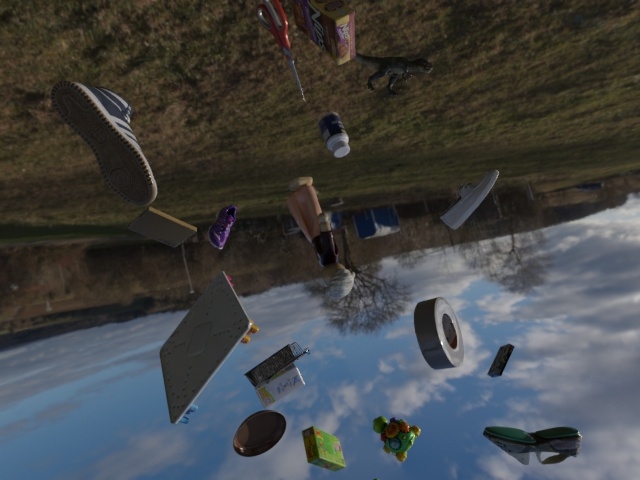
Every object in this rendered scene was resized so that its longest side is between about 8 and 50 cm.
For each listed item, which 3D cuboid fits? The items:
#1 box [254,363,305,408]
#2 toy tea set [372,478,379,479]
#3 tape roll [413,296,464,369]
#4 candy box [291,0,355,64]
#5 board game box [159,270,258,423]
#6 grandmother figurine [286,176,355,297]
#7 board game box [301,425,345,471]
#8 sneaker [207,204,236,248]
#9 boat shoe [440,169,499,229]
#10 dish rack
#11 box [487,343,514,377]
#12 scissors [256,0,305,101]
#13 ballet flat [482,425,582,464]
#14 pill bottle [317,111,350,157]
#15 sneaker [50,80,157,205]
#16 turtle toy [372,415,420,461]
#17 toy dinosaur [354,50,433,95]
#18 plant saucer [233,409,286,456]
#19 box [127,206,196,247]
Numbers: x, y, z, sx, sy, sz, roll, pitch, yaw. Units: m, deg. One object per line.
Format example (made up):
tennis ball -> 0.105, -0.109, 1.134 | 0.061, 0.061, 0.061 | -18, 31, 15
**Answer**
box -> -0.192, 0.639, 1.833 | 0.203, 0.103, 0.114 | -27, -166, -15
toy tea set -> 0.113, 0.499, 0.736 | 0.199, 0.125, 0.336 | 1, 145, -24
tape roll -> 0.376, 0.293, 1.289 | 0.072, 0.220, 0.219 | -22, 174, 32
candy box -> 0.003, -0.484, 0.886 | 0.053, 0.187, 0.109 | -33, 154, -11
board game box -> -0.392, 0.342, 1.381 | 0.390, 0.050, 0.390 | -53, -147, 2
grandmother figurine -> 0.000, 0.000, 1.132 | 0.103, 0.343, 0.208 | -22, 158, -1
board game box -> 0.012, 0.648, 1.263 | 0.043, 0.092, 0.181 | -29, 136, 11
sneaker -> -0.321, -0.052, 1.345 | 0.071, 0.170, 0.068 | -24, 135, 39
boat shoe -> 0.385, -0.115, 1.064 | 0.184, 0.063, 0.066 | -57, 174, 30
dish rack -> -0.154, 0.444, 1.475 | 0.208, 0.074, 0.271 | -31, 170, -28
box -> 0.738, 0.492, 1.668 | 0.137, 0.027, 0.094 | -55, 167, -18
scissors -> -0.092, -0.540, 1.159 | 0.021, 0.297, 0.109 | -42, -154, -27
ballet flat -> 0.246, 0.239, 0.471 | 0.114, 0.041, 0.041 | 1, 176, -2
pill bottle -> 0.058, -0.425, 1.648 | 0.094, 0.170, 0.094 | -18, 160, -7
sneaker -> -0.442, -0.217, 0.901 | 0.099, 0.282, 0.153 | -28, -161, 7
turtle toy -> 0.188, 0.497, 1.051 | 0.095, 0.066, 0.130 | -50, -157, -23
toy dinosaur -> 0.200, -0.512, 1.244 | 0.267, 0.118, 0.064 | 12, -166, 5
plant saucer -> -0.184, 0.571, 1.219 | 0.168, 0.169, 0.029 | -13, -152, -26
box -> -0.605, -0.047, 1.564 | 0.164, 0.021, 0.201 | -29, 138, 33
